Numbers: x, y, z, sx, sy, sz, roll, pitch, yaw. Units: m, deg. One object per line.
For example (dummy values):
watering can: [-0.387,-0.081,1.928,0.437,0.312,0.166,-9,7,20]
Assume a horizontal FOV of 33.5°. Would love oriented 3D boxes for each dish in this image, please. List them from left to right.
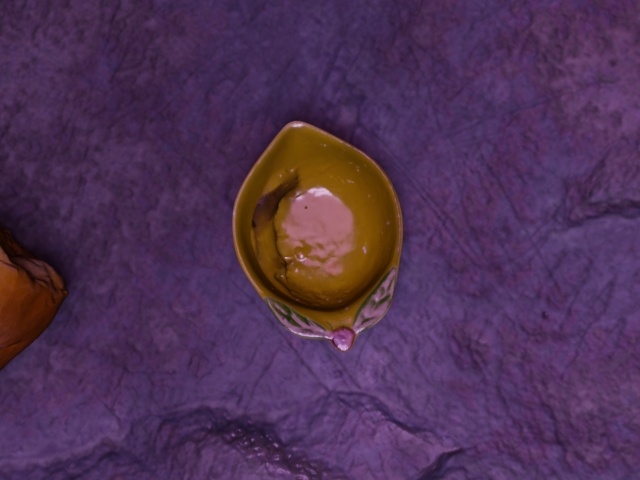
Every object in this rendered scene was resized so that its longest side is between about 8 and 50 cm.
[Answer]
dish: [0.000,0.000,0.950,0.149,0.080,0.207,-10,80,0]

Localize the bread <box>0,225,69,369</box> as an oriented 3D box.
bread: [-0.392,0.105,0.917,0.344,0.195,0.149,-38,61,0]
